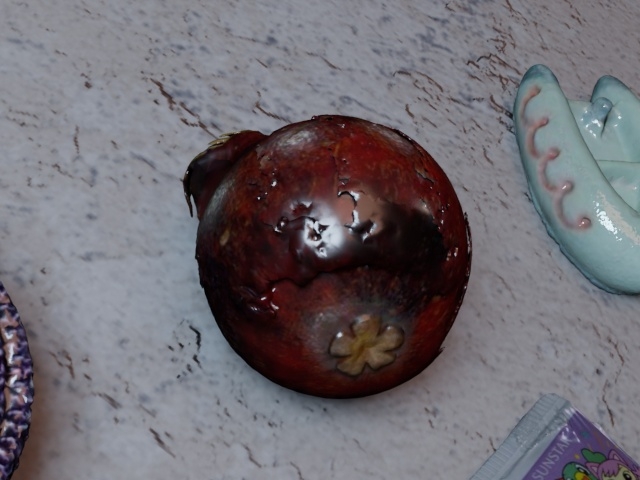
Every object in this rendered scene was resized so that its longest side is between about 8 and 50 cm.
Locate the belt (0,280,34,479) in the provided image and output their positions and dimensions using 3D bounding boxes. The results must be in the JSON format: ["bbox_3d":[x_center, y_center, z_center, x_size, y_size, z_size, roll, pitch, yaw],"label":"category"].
[{"bbox_3d":[-0.286,0.059,0.419,0.324,0.122,0.260,13,60,-24],"label":"belt"}]

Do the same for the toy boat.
[{"bbox_3d":[0.230,-0.057,0.793,0.134,0.079,0.208,7,56,-26],"label":"toy boat"}]

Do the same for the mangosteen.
[{"bbox_3d":[0.000,0.000,0.593,0.166,0.166,0.180,0,30,-27],"label":"mangosteen"}]

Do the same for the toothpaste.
[{"bbox_3d":[0.231,0.222,0.625,0.299,0.073,0.114,42,50,13],"label":"toothpaste"}]
